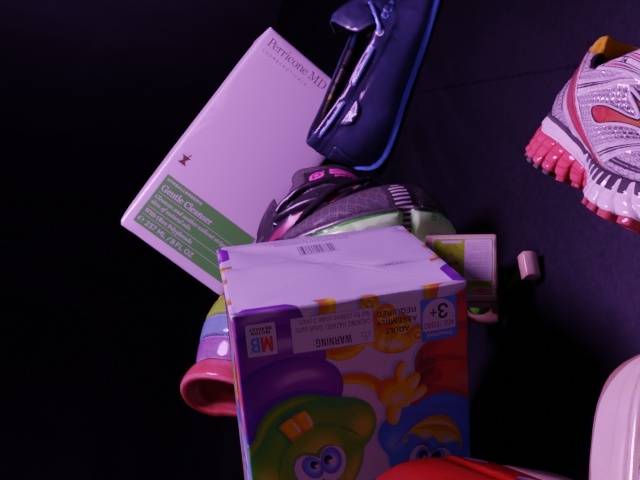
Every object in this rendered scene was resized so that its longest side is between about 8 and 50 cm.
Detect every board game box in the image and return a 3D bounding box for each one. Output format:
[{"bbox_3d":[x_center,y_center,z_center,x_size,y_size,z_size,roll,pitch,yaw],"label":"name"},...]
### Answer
[{"bbox_3d":[0.017,0.146,0.513,0.142,0.144,0.276,-125,28,-71],"label":"board game box"}]

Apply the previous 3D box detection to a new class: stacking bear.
[{"bbox_3d":[-0.095,0.122,1.154,0.164,0.175,0.289,78,-155,-53],"label":"stacking bear"}]

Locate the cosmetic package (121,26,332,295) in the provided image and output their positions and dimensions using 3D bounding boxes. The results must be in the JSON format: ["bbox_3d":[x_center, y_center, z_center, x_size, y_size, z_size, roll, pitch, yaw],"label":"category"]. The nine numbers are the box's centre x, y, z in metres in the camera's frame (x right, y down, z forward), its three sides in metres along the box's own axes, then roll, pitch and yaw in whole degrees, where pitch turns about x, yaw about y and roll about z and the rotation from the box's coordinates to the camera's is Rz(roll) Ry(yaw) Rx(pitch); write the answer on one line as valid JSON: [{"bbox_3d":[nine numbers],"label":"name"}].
[{"bbox_3d":[-0.126,-0.123,1.149,0.366,0.197,0.155,-54,14,-2],"label":"cosmetic package"}]

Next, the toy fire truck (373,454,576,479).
[{"bbox_3d":[0.023,0.216,0.372,0.158,0.246,0.217,159,123,-73],"label":"toy fire truck"}]

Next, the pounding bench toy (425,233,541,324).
[{"bbox_3d":[0.125,0.032,0.558,0.065,0.083,0.052,59,-147,-61],"label":"pounding bench toy"}]

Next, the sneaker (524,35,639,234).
[{"bbox_3d":[0.171,-0.053,0.358,0.225,0.088,0.093,-110,36,-66],"label":"sneaker"}]

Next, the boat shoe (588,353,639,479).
[{"bbox_3d":[0.146,0.167,0.225,0.098,0.109,0.302,125,160,-61],"label":"boat shoe"}]

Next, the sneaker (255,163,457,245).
[{"bbox_3d":[0.000,0.000,0.810,0.483,0.185,0.202,155,123,-72],"label":"sneaker"}]

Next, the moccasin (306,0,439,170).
[{"bbox_3d":[0.068,-0.260,0.908,0.138,0.116,0.342,-145,68,-76],"label":"moccasin"}]
